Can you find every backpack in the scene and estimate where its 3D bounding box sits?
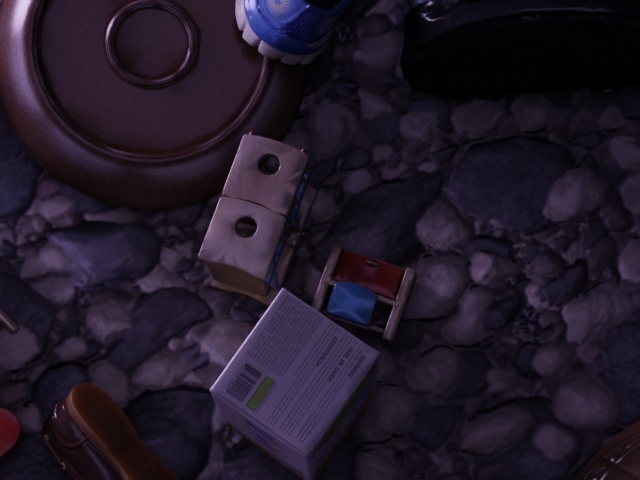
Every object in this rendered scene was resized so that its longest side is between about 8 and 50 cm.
[{"bbox_3d":[0.210,-0.343,1.771,0.290,0.273,0.356,0,64,9],"label":"backpack"}]

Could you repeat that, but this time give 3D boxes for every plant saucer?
[{"bbox_3d":[-0.164,-0.186,1.808,0.310,0.050,0.311,1,83,-5],"label":"plant saucer"}]

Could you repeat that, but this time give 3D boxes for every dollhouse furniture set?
[{"bbox_3d":[0.000,0.000,1.737,0.183,0.129,0.129,18,78,7],"label":"dollhouse furniture set"}]

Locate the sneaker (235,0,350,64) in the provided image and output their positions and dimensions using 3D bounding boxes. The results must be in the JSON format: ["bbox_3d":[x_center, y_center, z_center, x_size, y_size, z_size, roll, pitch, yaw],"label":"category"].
[{"bbox_3d":[0.016,-0.334,1.783,0.129,0.147,0.330,17,67,-21],"label":"sneaker"}]

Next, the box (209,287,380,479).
[{"bbox_3d":[-0.020,0.134,1.668,0.103,0.203,0.114,34,78,9],"label":"box"}]

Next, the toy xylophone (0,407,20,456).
[{"bbox_3d":[-0.436,0.170,1.674,0.323,0.081,0.236,48,69,-17],"label":"toy xylophone"}]

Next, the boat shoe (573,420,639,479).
[{"bbox_3d":[0.262,0.302,1.680,0.098,0.109,0.302,36,77,-30],"label":"boat shoe"}]

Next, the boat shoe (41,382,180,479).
[{"bbox_3d":[-0.180,0.230,1.726,0.073,0.073,0.207,-46,72,30],"label":"boat shoe"}]

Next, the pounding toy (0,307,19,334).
[{"bbox_3d":[-0.371,0.023,1.773,0.141,0.100,0.130,-6,76,12],"label":"pounding toy"}]
